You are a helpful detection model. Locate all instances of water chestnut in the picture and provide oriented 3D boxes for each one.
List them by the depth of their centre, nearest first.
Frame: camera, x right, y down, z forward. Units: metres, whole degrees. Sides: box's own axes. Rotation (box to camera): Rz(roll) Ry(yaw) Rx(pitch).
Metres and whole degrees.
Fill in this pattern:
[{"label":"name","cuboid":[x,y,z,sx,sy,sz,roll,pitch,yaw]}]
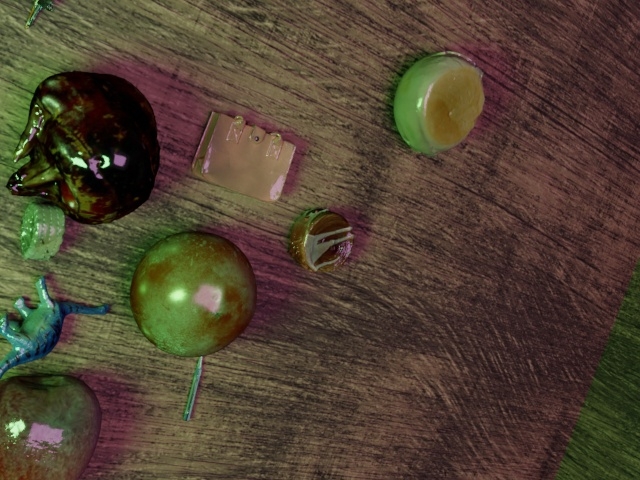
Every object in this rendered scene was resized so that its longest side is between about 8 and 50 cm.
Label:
[{"label":"water chestnut","cuboid":[-0.419,-0.162,1.428,0.245,0.289,0.288,4,103,-3]}]

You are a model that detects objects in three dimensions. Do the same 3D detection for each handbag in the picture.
[{"label":"handbag","cuboid":[-0.164,-0.181,1.721,0.213,0.059,0.157,20,92,-38]}]

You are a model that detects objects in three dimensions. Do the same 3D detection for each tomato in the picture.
[{"label":"tomato","cuboid":[-0.255,0.117,1.641,0.270,0.223,0.270,-9,106,-33]}]

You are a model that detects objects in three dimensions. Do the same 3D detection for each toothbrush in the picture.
[{"label":"toothbrush","cuboid":[-0.282,0.311,1.810,0.019,0.016,0.219,11,96,-47]}]

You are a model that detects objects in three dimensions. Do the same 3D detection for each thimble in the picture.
[{"label":"thimble","cuboid":[-0.525,-0.015,1.487,0.062,0.084,0.109,5,98,-38]}]

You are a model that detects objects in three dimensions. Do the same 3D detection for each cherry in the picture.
[{"label":"cherry","cuboid":[-0.545,0.376,1.515,0.239,0.206,0.239,-15,116,-33]}]

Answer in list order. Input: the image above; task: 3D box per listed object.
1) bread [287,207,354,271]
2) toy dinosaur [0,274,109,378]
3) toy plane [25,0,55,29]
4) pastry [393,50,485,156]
[{"label":"bread","cuboid":[0.000,0.000,1.888,0.161,0.073,0.160,-15,115,-34]},{"label":"toy dinosaur","cuboid":[-0.551,0.165,1.509,0.144,0.076,0.329,57,38,-12]},{"label":"toy plane","cuboid":[-0.474,-0.457,1.408,0.135,0.062,0.188,20,95,-65]},{"label":"pastry","cuboid":[0.295,-0.342,1.964,0.265,0.133,0.264,-12,112,-34]}]
